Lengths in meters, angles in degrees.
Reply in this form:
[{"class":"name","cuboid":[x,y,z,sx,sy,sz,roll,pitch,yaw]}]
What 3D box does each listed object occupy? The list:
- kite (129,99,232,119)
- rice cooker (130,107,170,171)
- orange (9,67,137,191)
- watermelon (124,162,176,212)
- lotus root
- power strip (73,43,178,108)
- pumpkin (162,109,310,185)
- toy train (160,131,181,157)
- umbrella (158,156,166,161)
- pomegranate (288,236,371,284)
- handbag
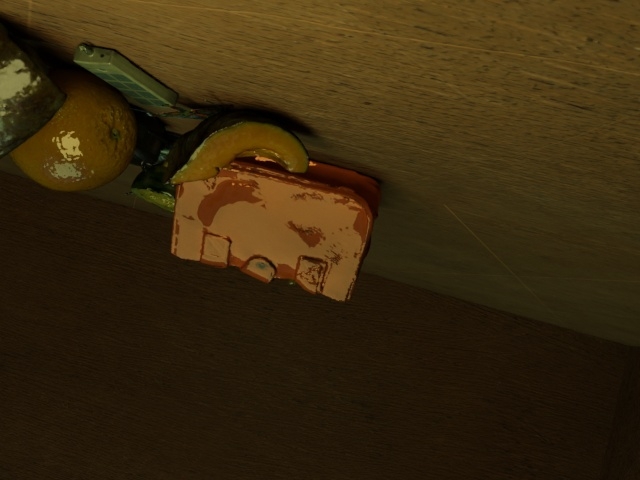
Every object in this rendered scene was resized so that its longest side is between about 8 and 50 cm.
[{"class":"kite","cuboid":[-0.228,-0.224,1.292,0.183,0.010,0.160,-1,179,24]},{"class":"rice cooker","cuboid":[-0.391,-0.216,1.497,0.112,0.106,0.165,5,157,40]},{"class":"orange","cuboid":[-0.442,-0.194,1.290,0.237,0.236,0.236,16,173,2]},{"class":"watermelon","cuboid":[-0.404,-0.146,1.980,0.204,0.127,0.232,18,171,-21]},{"class":"lotus root","cuboid":[-0.577,-0.234,1.158,0.314,0.210,0.142,-26,166,17]},{"class":"power strip","cuboid":[-0.320,-0.268,1.204,0.080,0.029,0.227,13,173,25]},{"class":"pumpkin","cuboid":[-0.151,-0.189,1.253,0.254,0.130,0.149,-6,142,-11]},{"class":"toy train","cuboid":[-0.339,-0.211,1.613,0.252,0.055,0.048,15,174,-2]},{"class":"umbrella","cuboid":[-0.439,-0.221,1.790,0.053,0.052,0.251,-24,-159,-39]},{"class":"pomegranate","cuboid":[0.000,0.000,1.739,0.221,0.256,0.221,31,-163,-11]},{"class":"handbag","cuboid":[-0.098,-0.040,1.529,0.411,0.116,0.303,15,128,1]}]
